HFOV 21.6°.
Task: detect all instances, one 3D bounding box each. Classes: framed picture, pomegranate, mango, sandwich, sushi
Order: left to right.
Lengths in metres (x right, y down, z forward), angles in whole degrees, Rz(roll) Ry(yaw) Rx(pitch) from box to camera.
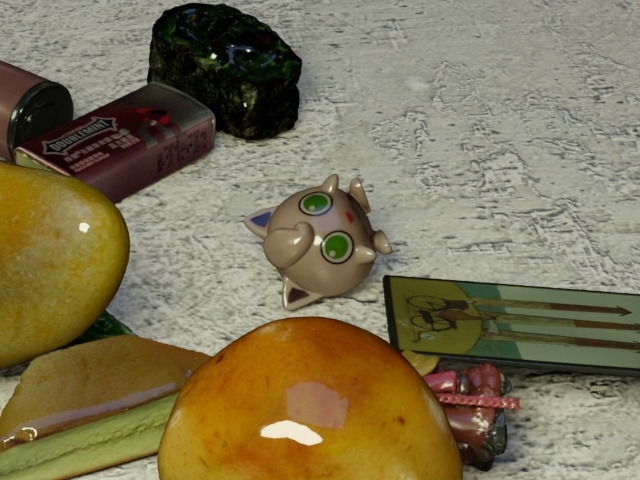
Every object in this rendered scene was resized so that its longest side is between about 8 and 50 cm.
[{"bbox_3d":[-0.340,0.020,1.602,0.384,0.221,0.199,-12,12,28],"label":"mango"},{"bbox_3d":[-0.210,0.160,1.571,0.258,0.094,0.096,-13,40,-23],"label":"sandwich"},{"bbox_3d":[-0.120,-0.220,2.111,0.225,0.127,0.124,30,42,35],"label":"sushi"},{"bbox_3d":[-0.009,0.197,1.408,0.264,0.264,0.264,3,34,-2],"label":"pomegranate"},{"bbox_3d":[0.229,0.089,1.742,0.324,0.013,0.244,4,17,-1],"label":"framed picture"}]

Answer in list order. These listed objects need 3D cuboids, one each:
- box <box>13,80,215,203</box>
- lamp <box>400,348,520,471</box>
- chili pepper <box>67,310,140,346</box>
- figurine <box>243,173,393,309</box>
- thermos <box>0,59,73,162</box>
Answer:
[{"bbox_3d":[-0.241,-0.108,1.983,0.120,0.069,0.224,30,43,31],"label":"box"},{"bbox_3d":[0.052,0.158,1.587,0.253,0.118,0.118,6,34,-10],"label":"lamp"},{"bbox_3d":[-0.212,0.100,1.694,0.227,0.059,0.088,26,35,25],"label":"chili pepper"},{"bbox_3d":[0.000,0.000,1.808,0.138,0.125,0.125,-21,39,-9],"label":"figurine"},{"bbox_3d":[-0.466,-0.179,2.039,0.330,0.136,0.109,23,11,24],"label":"thermos"}]
